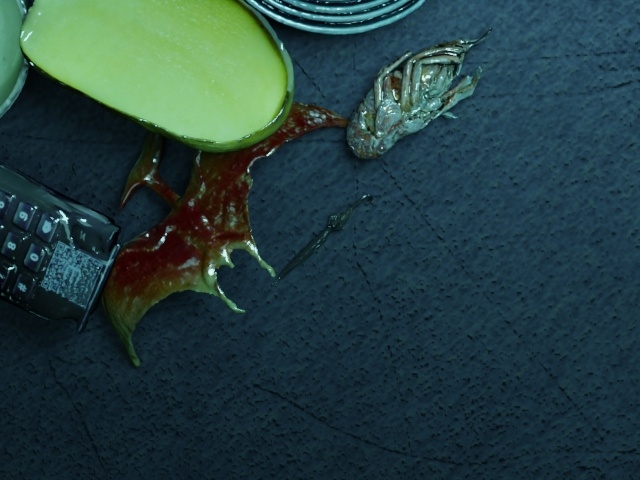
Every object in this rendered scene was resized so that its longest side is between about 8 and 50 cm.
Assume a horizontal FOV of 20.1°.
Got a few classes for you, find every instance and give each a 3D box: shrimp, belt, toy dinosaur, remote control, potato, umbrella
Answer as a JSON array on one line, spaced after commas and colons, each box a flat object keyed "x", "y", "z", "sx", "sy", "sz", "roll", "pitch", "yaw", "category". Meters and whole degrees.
[{"x": 0.101, "y": -0.153, "z": 1.824, "sx": 0.190, "sy": 0.075, "sz": 0.073, "roll": -38, "pitch": 66, "yaw": 3, "category": "shrimp"}, {"x": 0.008, "y": -0.306, "z": 1.768, "sx": 0.268, "sy": 0.116, "sz": 0.206, "roll": -9, "pitch": 107, "yaw": 5, "category": "belt"}, {"x": -0.120, "y": -0.004, "z": 1.877, "sx": 0.207, "sy": 0.113, "sz": 0.327, "roll": 19, "pitch": 95, "yaw": 27, "category": "toy dinosaur"}, {"x": -0.393, "y": -0.048, "z": 1.877, "sx": 0.399, "sy": 0.062, "sz": 0.144, "roll": 27, "pitch": 105, "yaw": 7, "category": "remote control"}, {"x": -0.152, "y": -0.172, "z": 1.783, "sx": 0.272, "sy": 0.111, "sz": 0.160, "roll": 23, "pitch": 73, "yaw": 7, "category": "potato"}, {"x": -0.002, "y": -0.001, "z": 1.895, "sx": 0.149, "sy": 0.022, "sz": 0.022, "roll": -41, "pitch": 60, "yaw": 14, "category": "umbrella"}]

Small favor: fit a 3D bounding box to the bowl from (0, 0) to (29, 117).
[{"x": -0.383, "y": -0.212, "z": 1.829, "sx": 0.211, "sy": 0.112, "sz": 0.211, "roll": 1, "pitch": 104, "yaw": 4, "category": "bowl"}]
